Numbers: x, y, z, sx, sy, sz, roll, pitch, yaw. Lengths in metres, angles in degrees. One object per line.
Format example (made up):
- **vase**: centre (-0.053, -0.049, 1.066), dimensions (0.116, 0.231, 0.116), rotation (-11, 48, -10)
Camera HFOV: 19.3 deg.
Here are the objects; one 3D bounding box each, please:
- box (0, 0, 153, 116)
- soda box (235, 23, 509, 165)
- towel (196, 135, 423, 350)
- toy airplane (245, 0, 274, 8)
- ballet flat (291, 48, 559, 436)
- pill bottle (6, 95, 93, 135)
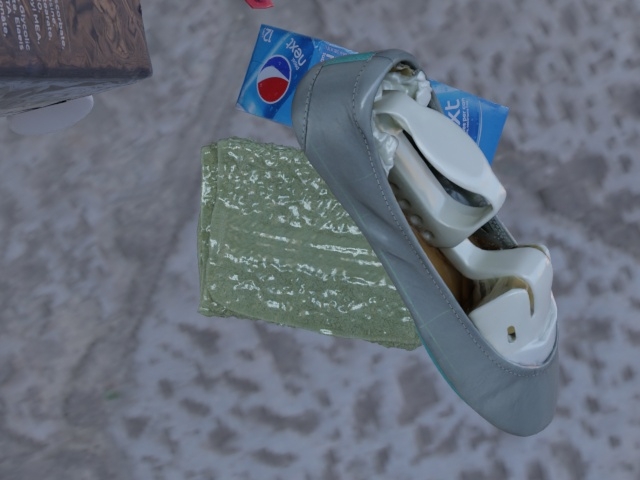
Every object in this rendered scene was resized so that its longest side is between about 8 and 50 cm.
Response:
- **box**: centre (-0.445, -0.201, 1.364), dimensions (0.472, 0.480, 0.297), rotation (-21, 99, -73)
- **soda box**: centre (0.041, -0.098, 1.398), dimensions (0.210, 0.071, 0.067), rotation (14, 95, -44)
- **towel**: centre (0.000, 0.000, 1.051), dimensions (0.027, 0.148, 0.110), rotation (-37, 133, -67)
- **toy airplane**: centre (-0.107, -0.257, 1.704), dimensions (0.151, 0.028, 0.151), rotation (29, 32, -20)
- **ballet flat**: centre (0.065, 0.005, 0.845), dimensions (0.213, 0.068, 0.072), rotation (54, 47, -21)
- **pill bottle**: centre (-0.287, -0.213, 1.795), dimensions (0.117, 0.117, 0.215), rotation (-9, 69, -32)
